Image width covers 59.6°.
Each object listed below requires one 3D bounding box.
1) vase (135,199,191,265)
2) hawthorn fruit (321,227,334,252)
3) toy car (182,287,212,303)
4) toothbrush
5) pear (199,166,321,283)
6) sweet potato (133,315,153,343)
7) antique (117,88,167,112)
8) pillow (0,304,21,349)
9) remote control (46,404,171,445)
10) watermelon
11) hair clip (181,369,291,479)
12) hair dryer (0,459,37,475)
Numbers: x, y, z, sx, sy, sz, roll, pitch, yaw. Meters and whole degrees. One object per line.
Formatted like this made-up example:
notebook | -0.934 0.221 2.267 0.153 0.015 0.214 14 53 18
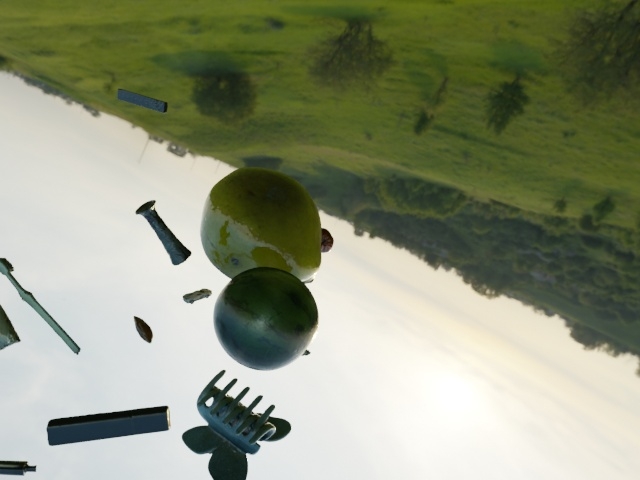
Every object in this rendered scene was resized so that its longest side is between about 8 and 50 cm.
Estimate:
vase | -0.383 -0.019 1.367 0.059 0.059 0.167 29 152 55
hawthorn fruit | 0.000 0.000 1.850 0.093 0.093 0.093 24 -177 -2
toy car | -0.376 0.167 1.712 0.093 0.025 0.041 -21 -147 -33
toothbrush | -0.644 0.147 1.269 0.294 0.026 0.028 49 -159 4
pear | -0.147 -0.054 1.524 0.386 0.340 0.191 49 146 17
sweet potato | -0.434 0.219 1.377 0.095 0.034 0.034 49 -164 30
antique | -0.489 -0.383 1.527 0.192 0.031 0.015 21 -158 28
pillow | -1.020 0.291 1.667 0.148 0.229 0.050 62 -175 11
remote control | -0.440 0.388 1.173 0.245 0.063 0.025 -5 -163 -11
watermelon | -0.124 0.179 1.282 0.242 0.242 0.242 24 -177 -2
hair clip | -0.314 0.670 2.059 0.318 0.238 0.392 30 -138 21
hair dryer | -1.106 0.682 1.851 0.284 0.321 0.155 -9 -158 -20
